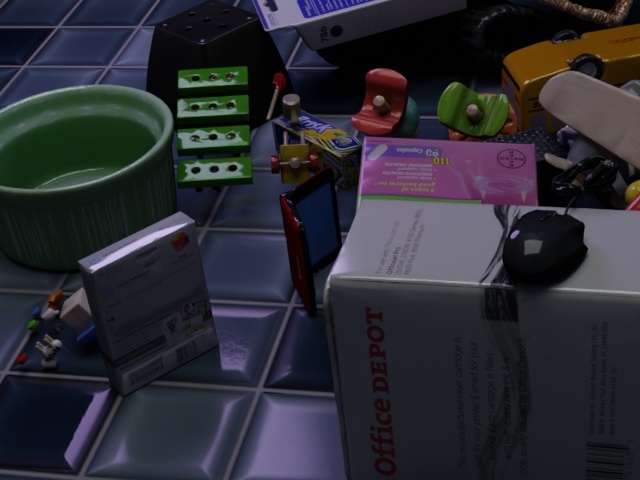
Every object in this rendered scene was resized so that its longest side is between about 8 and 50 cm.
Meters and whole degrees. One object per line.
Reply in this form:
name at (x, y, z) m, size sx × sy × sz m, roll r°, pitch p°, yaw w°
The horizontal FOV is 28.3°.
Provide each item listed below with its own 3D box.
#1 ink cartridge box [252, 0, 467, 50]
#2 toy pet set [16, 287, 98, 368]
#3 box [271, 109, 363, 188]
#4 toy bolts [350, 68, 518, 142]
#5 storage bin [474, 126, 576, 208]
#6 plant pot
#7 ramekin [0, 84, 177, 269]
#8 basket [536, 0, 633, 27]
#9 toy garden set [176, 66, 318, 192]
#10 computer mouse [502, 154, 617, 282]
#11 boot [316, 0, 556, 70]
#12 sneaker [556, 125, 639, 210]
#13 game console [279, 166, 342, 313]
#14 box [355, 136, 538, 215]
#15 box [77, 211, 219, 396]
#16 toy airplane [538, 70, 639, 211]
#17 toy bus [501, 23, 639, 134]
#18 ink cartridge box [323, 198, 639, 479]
ink cartridge box at (0.056, -0.397, 2.067) m, size 0.332 × 0.065 × 0.165 m, roll -14°, pitch 41°, yaw -5°
toy pet set at (-0.319, 0.113, 1.631) m, size 0.114 × 0.065 × 0.122 m, roll -37°, pitch 25°, yaw 19°
box at (-0.001, -0.142, 1.924) m, size 0.054 × 0.059 × 0.169 m, roll -29°, pitch 40°, yaw -29°
toy bolts at (0.158, -0.135, 1.867) m, size 0.228 × 0.158 × 0.218 m, roll 21°, pitch 83°, yaw 21°
storage bin at (0.246, -0.067, 1.715) m, size 0.180 × 0.122 × 0.084 m, roll -14°, pitch 35°, yaw -11°
plant pot at (-0.171, -0.285, 2.071) m, size 0.188 × 0.167 × 0.187 m, roll -31°, pitch 41°, yaw -32°
ramekin at (-0.350, -0.090, 1.833) m, size 0.303 × 0.148 × 0.303 m, roll -5°, pitch 35°, yaw 3°
basket at (0.389, -0.502, 2.128) m, size 0.299 × 0.214 × 0.223 m, roll 19°, pitch 13°, yaw -4°
toy garden set at (-0.110, -0.163, 1.893) m, size 0.203 × 0.049 × 0.244 m, roll -4°, pitch 48°, yaw -1°
computer mouse at (0.237, -0.033, 1.232) m, size 0.071 × 0.041 × 0.242 m, roll 9°, pitch 33°, yaw 25°
boot at (0.190, -0.347, 2.127) m, size 0.347 × 0.131 × 0.260 m, roll -21°, pitch 36°, yaw -20°
sneaker at (0.411, -0.104, 1.784) m, size 0.094 × 0.153 × 0.235 m, roll -32°, pitch -7°, yaw 10°
game console at (0.000, 0.000, 1.641) m, size 0.085 × 0.144 × 0.124 m, roll -15°, pitch 35°, yaw -10°
box at (0.147, 0.001, 1.511) m, size 0.213 × 0.117 × 0.243 m, roll 3°, pitch 47°, yaw 4°
box at (-0.203, 0.077, 1.528) m, size 0.145 × 0.186 × 0.038 m, roll -28°, pitch 39°, yaw -27°
toy airplane at (0.470, -0.059, 1.532) m, size 0.384 × 0.272 × 0.386 m, roll -12°, pitch 66°, yaw 15°
toy bus at (0.452, -0.254, 1.944) m, size 0.332 × 0.130 × 0.108 m, roll -10°, pitch 33°, yaw -5°
ink cartridge box at (0.221, 0.121, 1.298) m, size 0.394 × 0.286 × 0.166 m, roll 3°, pitch 34°, yaw 14°
